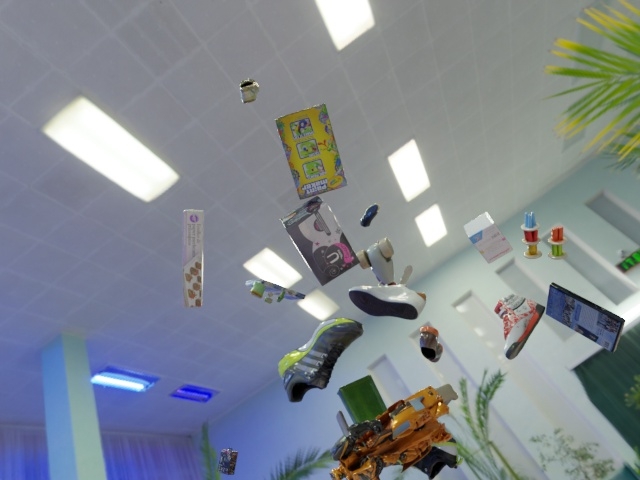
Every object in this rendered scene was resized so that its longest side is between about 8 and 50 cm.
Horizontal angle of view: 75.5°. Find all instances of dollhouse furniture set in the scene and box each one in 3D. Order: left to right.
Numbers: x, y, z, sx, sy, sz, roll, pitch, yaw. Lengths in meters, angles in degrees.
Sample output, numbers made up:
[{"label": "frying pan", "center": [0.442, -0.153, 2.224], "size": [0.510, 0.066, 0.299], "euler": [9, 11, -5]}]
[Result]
[{"label": "dollhouse furniture set", "center": [-0.246, 0.240, 1.923], "size": [0.151, 0.076, 0.058], "euler": [26, -38, -10]}, {"label": "dollhouse furniture set", "center": [0.204, 0.458, 1.161], "size": [0.301, 0.151, 0.197], "euler": [-17, -36, -20]}]

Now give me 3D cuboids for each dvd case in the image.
[{"label": "dvd case", "center": [0.938, 0.272, 1.483], "size": [0.022, 0.253, 0.180], "euler": [-34, -48, -18]}]

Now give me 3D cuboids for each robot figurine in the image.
[{"label": "robot figurine", "center": [0.155, 0.456, 0.922], "size": [0.291, 0.085, 0.211], "euler": [-27, -57, -17]}]

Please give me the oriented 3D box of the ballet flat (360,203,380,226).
[{"label": "ballet flat", "center": [0.234, -0.118, 1.913], "size": [0.049, 0.057, 0.173], "euler": [-3, -26, -22]}]

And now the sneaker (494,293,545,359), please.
[{"label": "sneaker", "center": [0.689, 0.304, 1.505], "size": [0.270, 0.145, 0.090], "euler": [-40, -40, -28]}]

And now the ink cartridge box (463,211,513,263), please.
[{"label": "ink cartridge box", "center": [0.558, -0.003, 1.371], "size": [0.092, 0.090, 0.143], "euler": [-34, -69, 21]}]

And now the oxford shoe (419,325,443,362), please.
[{"label": "oxford shoe", "center": [0.456, 0.464, 1.741], "size": [0.097, 0.098, 0.271], "euler": [2, -38, 26]}]

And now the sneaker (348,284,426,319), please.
[{"label": "sneaker", "center": [0.244, 0.210, 1.495], "size": [0.123, 0.290, 0.106], "euler": [-37, -54, -44]}]

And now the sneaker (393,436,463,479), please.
[{"label": "sneaker", "center": [0.275, 0.607, 1.140], "size": [0.234, 0.097, 0.084], "euler": [-33, -48, 30]}]

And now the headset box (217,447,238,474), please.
[{"label": "headset box", "center": [-0.338, 0.803, 1.510], "size": [0.062, 0.083, 0.032], "euler": [-11, -29, 37]}]

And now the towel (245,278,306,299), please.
[{"label": "towel", "center": [-0.243, 0.268, 2.213], "size": [0.285, 0.034, 0.209], "euler": [25, -21, -29]}]

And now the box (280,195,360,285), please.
[{"label": "box", "center": [0.000, 0.000, 1.408], "size": [0.163, 0.142, 0.247], "euler": [-32, -68, -2]}]

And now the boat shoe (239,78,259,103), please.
[{"label": "boat shoe", "center": [-0.217, -0.457, 1.231], "size": [0.056, 0.153, 0.048], "euler": [-12, -51, 7]}]

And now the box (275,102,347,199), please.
[{"label": "box", "center": [-0.033, -0.322, 1.495], "size": [0.177, 0.290, 0.279], "euler": [-17, -76, 1]}]

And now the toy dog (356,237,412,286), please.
[{"label": "toy dog", "center": [0.288, 0.129, 1.814], "size": [0.220, 0.161, 0.334], "euler": [-4, -67, 18]}]

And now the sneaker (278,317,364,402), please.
[{"label": "sneaker", "center": [0.008, 0.317, 1.084], "size": [0.111, 0.121, 0.300], "euler": [27, -62, -32]}]

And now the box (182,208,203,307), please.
[{"label": "box", "center": [-0.423, 0.060, 1.376], "size": [0.063, 0.067, 0.324], "euler": [1, -80, -14]}]

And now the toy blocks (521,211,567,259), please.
[{"label": "toy blocks", "center": [0.682, -0.018, 1.262], "size": [0.054, 0.123, 0.148], "euler": [-45, -54, -46]}]
